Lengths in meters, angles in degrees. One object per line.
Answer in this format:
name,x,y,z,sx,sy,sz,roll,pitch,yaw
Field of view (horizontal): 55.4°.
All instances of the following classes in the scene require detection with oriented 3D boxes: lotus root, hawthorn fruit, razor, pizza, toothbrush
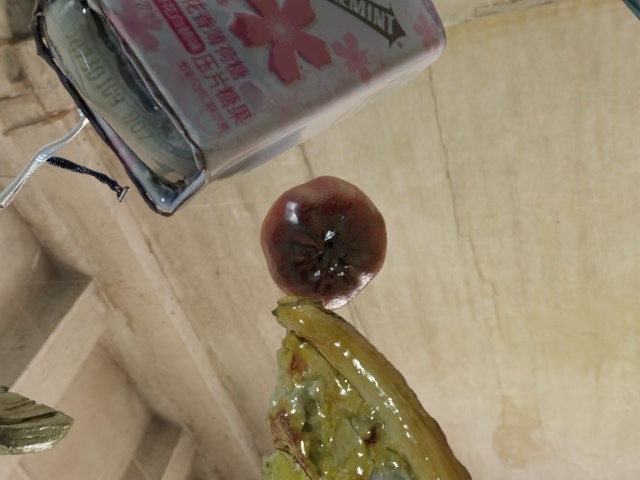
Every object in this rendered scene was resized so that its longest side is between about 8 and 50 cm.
lotus root,-0.472,0.280,0.907,0.144,0.143,0.070,30,-99,-74
hawthorn fruit,0.000,0.000,0.786,0.188,0.169,0.168,-129,30,-78
razor,-0.439,-0.123,1.154,0.155,0.044,0.028,25,-141,-18
pizza,0.021,0.210,0.540,0.090,0.323,0.223,-6,-44,-39
toothbrush,-0.252,-0.073,0.554,0.017,0.162,0.014,58,-158,17

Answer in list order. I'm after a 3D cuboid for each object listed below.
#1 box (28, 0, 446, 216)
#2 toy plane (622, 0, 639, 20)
box,-0.045,-0.183,0.554,0.370,0.112,0.190,-38,-86,-41
toy plane,0.154,-0.109,0.235,0.096,0.060,0.234,76,179,-52
